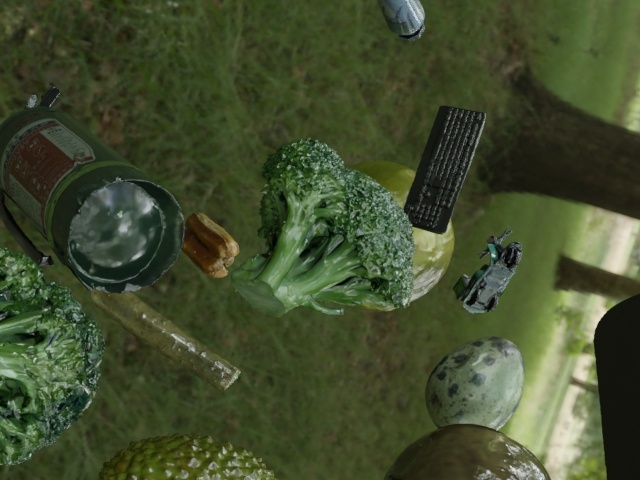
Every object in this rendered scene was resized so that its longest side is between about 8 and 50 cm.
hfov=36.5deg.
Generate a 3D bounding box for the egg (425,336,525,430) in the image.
[{"bbox_3d":[0.249,0.232,1.538,0.181,0.141,0.141,-46,159,-7],"label":"egg"}]

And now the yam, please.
[{"bbox_3d":[-0.342,0.204,2.110,0.083,0.372,0.083,-54,168,-17],"label":"yam"}]

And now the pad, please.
[{"bbox_3d":[0.284,0.104,0.704,0.004,0.181,0.267,48,32,-21],"label":"pad"}]

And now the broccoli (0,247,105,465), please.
[{"bbox_3d":[-0.435,0.164,1.358,0.245,0.265,0.294,21,58,-43],"label":"broccoli"}]

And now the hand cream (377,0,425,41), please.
[{"bbox_3d":[0.092,-0.372,1.365,0.058,0.091,0.271,-31,151,7],"label":"hand cream"}]

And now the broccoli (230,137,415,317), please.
[{"bbox_3d":[0.000,0.000,1.229,0.241,0.269,0.261,-49,116,-30],"label":"broccoli"}]

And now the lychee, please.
[{"bbox_3d":[-0.165,0.399,1.326,0.270,0.320,0.269,-166,-90,-81],"label":"lychee"}]

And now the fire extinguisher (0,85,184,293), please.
[{"bbox_3d":[-0.217,-0.053,0.802,0.093,0.294,0.118,35,89,-40],"label":"fire extinguisher"}]

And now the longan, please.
[{"bbox_3d":[0.189,0.344,1.250,0.215,0.246,0.246,-60,160,-28],"label":"longan"}]

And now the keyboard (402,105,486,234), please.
[{"bbox_3d":[0.175,-0.105,1.392,0.015,0.074,0.196,60,49,-66],"label":"keyboard"}]

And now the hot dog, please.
[{"bbox_3d":[-0.175,0.006,1.485,0.045,0.165,0.071,19,99,-31],"label":"hot dog"}]

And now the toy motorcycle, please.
[{"bbox_3d":[0.304,0.058,1.742,0.173,0.058,0.100,-60,-156,30],"label":"toy motorcycle"}]

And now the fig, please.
[{"bbox_3d":[0.105,-0.007,2.029,0.343,0.343,0.343,19,90,-73],"label":"fig"}]
